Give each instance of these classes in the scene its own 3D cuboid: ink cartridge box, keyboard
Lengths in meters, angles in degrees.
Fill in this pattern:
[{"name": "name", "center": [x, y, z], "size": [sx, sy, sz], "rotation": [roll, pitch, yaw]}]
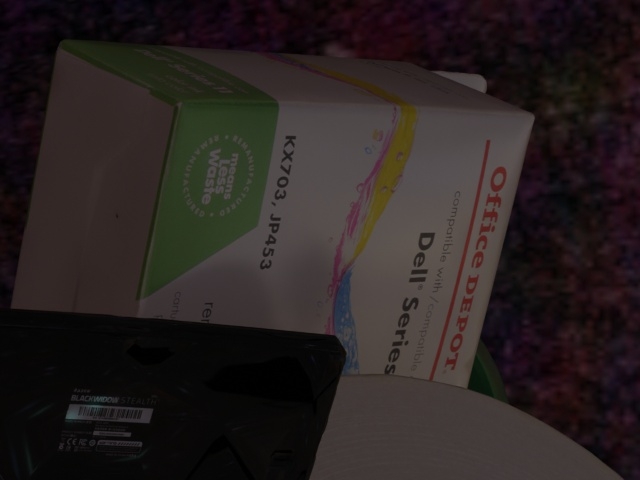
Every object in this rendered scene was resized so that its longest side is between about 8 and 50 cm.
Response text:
[{"name": "ink cartridge box", "center": [0.000, 0.000, 1.109], "size": [0.353, 0.119, 0.207], "rotation": [-3, 111, -44]}, {"name": "keyboard", "center": [-0.087, 0.068, 0.686], "size": [0.192, 0.038, 0.100], "rotation": [8, 109, -32]}]

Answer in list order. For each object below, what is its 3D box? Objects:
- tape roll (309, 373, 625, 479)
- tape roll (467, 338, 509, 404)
[{"name": "tape roll", "center": [0.055, 0.246, 0.891], "size": [0.392, 0.072, 0.392], "rotation": [17, 50, -21]}, {"name": "tape roll", "center": [0.013, 0.183, 1.695], "size": [0.077, 0.321, 0.321], "rotation": [3, 86, -77]}]
